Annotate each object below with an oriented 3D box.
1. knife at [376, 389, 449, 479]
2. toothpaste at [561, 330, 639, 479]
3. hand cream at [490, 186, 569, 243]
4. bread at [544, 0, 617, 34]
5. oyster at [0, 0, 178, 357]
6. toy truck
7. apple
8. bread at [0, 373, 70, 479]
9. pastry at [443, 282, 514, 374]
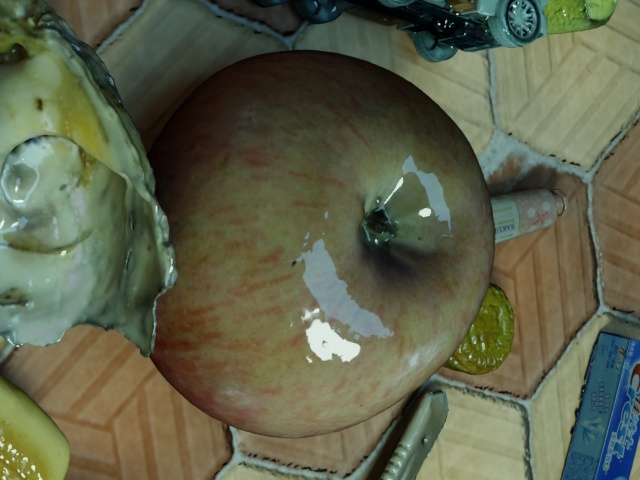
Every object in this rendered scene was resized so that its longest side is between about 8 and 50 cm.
[{"bbox_3d":[0.037,0.305,1.697,0.365,0.043,0.089,-62,160,-16],"label":"knife"},{"bbox_3d":[0.309,0.239,1.891,0.066,0.053,0.272,17,86,-39],"label":"toothpaste"},{"bbox_3d":[0.163,-0.019,1.745,0.210,0.043,0.067,-15,107,-30],"label":"hand cream"},{"bbox_3d":[0.236,-0.270,1.716,0.111,0.114,0.129,-41,124,-34],"label":"bread"},{"bbox_3d":[-0.214,-0.048,1.363,0.271,0.275,0.100,-66,173,6],"label":"oyster"},{"bbox_3d":[0.071,-0.273,1.571,0.305,0.136,0.162,14,80,-37],"label":"toy truck"},{"bbox_3d":[0.000,0.000,1.454,0.345,0.269,0.344,-11,105,-46],"label":"apple"},{"bbox_3d":[-0.293,0.163,1.380,0.134,0.085,0.173,-53,123,-23],"label":"bread"},{"bbox_3d":[0.149,0.085,1.737,0.097,0.057,0.109,-45,123,-26],"label":"pastry"}]
